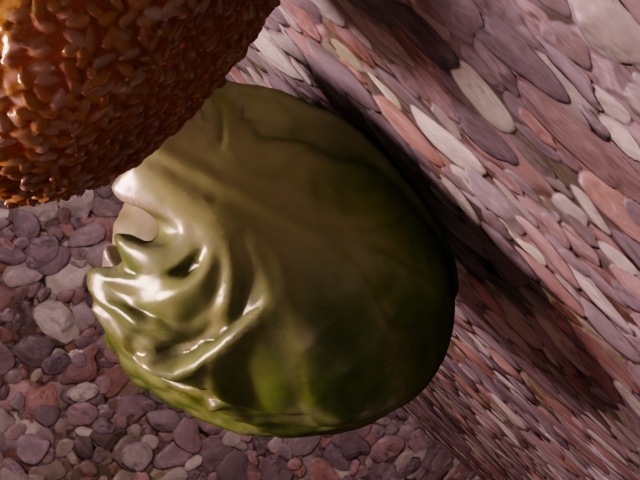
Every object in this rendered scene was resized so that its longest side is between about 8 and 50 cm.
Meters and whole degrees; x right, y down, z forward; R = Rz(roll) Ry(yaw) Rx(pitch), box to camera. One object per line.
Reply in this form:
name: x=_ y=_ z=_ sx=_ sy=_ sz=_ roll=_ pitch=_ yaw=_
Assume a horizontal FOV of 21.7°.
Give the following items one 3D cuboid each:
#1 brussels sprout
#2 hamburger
brussels sprout: x=-0.034 y=0.036 z=1.735 sx=0.361 sy=0.342 sz=0.425 roll=18 pitch=176 yaw=4
hamburger: x=-0.187 y=-0.190 z=1.243 sx=0.250 sy=0.330 sz=0.330 roll=45 pitch=174 yaw=2
